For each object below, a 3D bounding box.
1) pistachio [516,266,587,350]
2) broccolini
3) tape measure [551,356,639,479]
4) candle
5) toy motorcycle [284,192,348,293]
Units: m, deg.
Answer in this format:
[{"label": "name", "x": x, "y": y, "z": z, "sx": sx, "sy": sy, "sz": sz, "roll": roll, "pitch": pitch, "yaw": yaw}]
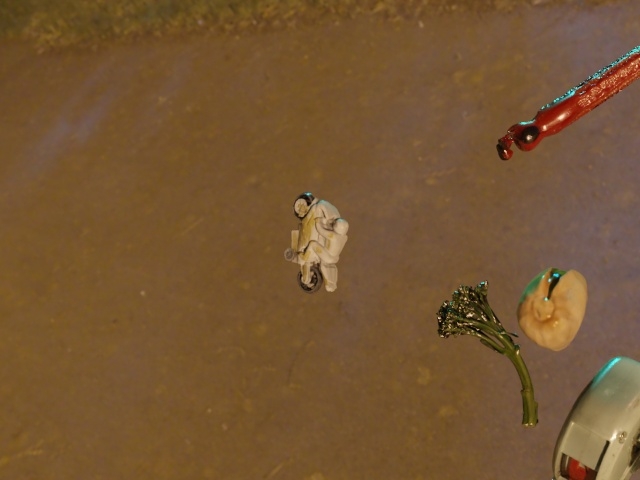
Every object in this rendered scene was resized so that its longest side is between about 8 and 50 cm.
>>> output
[{"label": "pistachio", "x": 0.427, "y": 0.125, "z": 1.725, "sx": 0.117, "sy": 0.145, "sz": 0.200, "roll": 2, "pitch": 20, "yaw": 23}, {"label": "broccolini", "x": 0.281, "y": 0.196, "z": 1.582, "sx": 0.123, "sy": 0.062, "sz": 0.271, "roll": -19, "pitch": 64, "yaw": -9}, {"label": "tape measure", "x": 0.501, "y": 0.344, "z": 1.622, "sx": 0.125, "sy": 0.246, "sz": 0.243, "roll": 27, "pitch": 61, "yaw": 30}, {"label": "candle", "x": 0.408, "y": -0.221, "z": 1.409, "sx": 0.329, "sy": 0.048, "sz": 0.051, "roll": -33, "pitch": 36, "yaw": -6}, {"label": "toy motorcycle", "x": 0.000, "y": 0.000, "z": 2.034, "sx": 0.151, "sy": 0.074, "sz": 0.228, "roll": -12, "pitch": 76, "yaw": 36}]
